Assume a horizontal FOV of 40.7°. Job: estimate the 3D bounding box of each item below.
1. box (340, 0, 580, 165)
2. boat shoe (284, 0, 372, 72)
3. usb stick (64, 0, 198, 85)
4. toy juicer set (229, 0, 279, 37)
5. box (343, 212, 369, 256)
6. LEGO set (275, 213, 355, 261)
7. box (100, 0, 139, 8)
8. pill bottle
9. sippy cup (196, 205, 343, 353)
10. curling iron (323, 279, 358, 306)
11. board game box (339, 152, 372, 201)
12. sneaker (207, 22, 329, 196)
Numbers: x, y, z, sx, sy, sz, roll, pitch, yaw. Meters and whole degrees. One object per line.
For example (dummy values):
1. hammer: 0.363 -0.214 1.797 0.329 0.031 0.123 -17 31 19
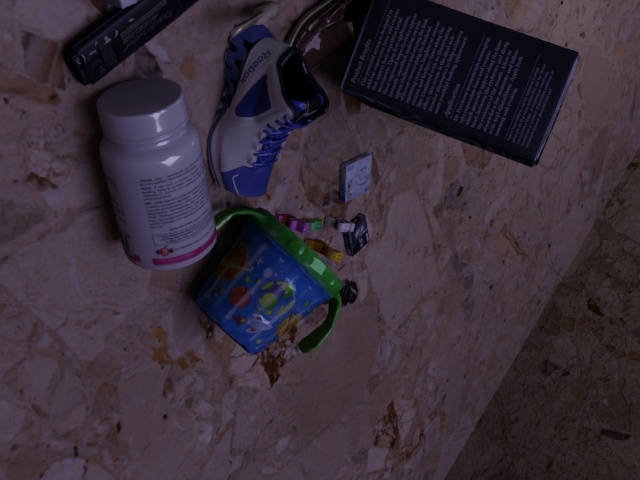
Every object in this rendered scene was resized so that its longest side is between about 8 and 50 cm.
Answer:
1. box: 0.278 -0.313 1.698 0.293 0.396 0.212 -9 121 -76
2. boat shoe: 0.025 -0.406 1.641 0.257 0.095 0.095 -55 144 -13
3. usb stick: -0.277 -0.344 1.332 0.278 0.045 0.077 -47 149 -24
4. toy juicer set: -0.066 -0.493 1.466 0.329 0.089 0.209 -55 -178 10
5. box: 0.084 -0.013 2.029 0.067 0.018 0.083 -40 138 -30
6. LEGO set: 0.000 0.000 1.862 0.227 0.093 0.087 -2 112 -52
7. box: -0.277 -0.467 1.169 0.163 0.142 0.247 -38 137 -34
8. pill bottle: -0.265 -0.106 1.394 0.160 0.160 0.283 -36 136 -35
9. sippy cup: -0.113 0.093 1.679 0.224 0.305 0.240 -47 171 -6
10. curling iron: 0.005 0.119 1.995 0.274 0.035 0.068 9 99 -55
11. board game box: 0.080 -0.143 1.942 0.090 0.020 0.090 -28 132 -40
12. sneaker: -0.090 -0.215 1.535 0.127 0.182 0.315 -15 122 -46
